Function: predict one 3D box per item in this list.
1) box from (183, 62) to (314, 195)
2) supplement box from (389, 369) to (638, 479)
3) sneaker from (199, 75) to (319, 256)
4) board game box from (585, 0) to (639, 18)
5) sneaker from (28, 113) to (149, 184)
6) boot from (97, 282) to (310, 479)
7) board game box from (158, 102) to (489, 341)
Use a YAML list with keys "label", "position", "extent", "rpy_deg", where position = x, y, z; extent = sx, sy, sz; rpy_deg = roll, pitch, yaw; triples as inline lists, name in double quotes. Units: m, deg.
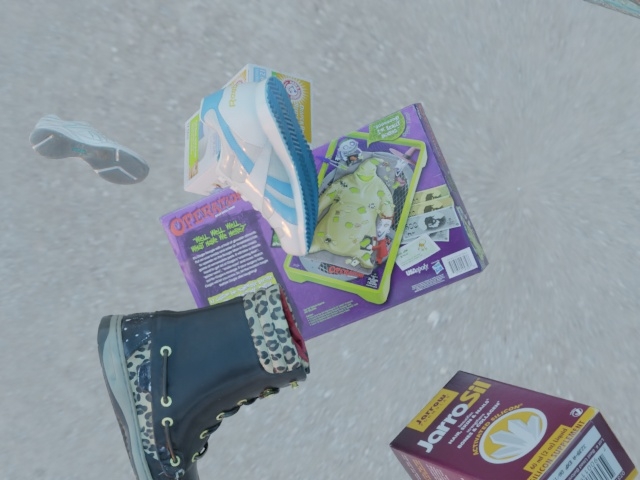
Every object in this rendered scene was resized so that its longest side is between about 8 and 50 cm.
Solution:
- label: "box"
  position: [-0.101, -0.146, 1.904]
  extent: [0.103, 0.203, 0.114]
  rpy_deg: [12, 65, -28]
- label: "supplement box"
  position: [0.162, 0.187, 1.176]
  extent: [0.104, 0.188, 0.081]
  rpy_deg: [-44, 116, -21]
- label: "sneaker"
  position: [-0.061, -0.077, 1.513]
  extent: [0.092, 0.087, 0.228]
  rpy_deg: [-7, 126, 16]
- label: "board game box"
  position: [0.379, -0.330, 1.795]
  extent: [0.186, 0.126, 0.026]
  rpy_deg: [33, 96, 50]
- label: "sneaker"
  position: [-0.282, -0.119, 1.701]
  extent: [0.152, 0.061, 0.053]
  rpy_deg: [22, 123, -13]
- label: "boot"
  position: [-0.091, 0.159, 1.265]
  extent: [0.179, 0.085, 0.236]
  rpy_deg: [-15, 109, 4]
- label: "board game box"
  position: [0.000, 0.000, 1.612]
  extent: [0.347, 0.056, 0.208]
  rpy_deg: [-22, 95, 20]
